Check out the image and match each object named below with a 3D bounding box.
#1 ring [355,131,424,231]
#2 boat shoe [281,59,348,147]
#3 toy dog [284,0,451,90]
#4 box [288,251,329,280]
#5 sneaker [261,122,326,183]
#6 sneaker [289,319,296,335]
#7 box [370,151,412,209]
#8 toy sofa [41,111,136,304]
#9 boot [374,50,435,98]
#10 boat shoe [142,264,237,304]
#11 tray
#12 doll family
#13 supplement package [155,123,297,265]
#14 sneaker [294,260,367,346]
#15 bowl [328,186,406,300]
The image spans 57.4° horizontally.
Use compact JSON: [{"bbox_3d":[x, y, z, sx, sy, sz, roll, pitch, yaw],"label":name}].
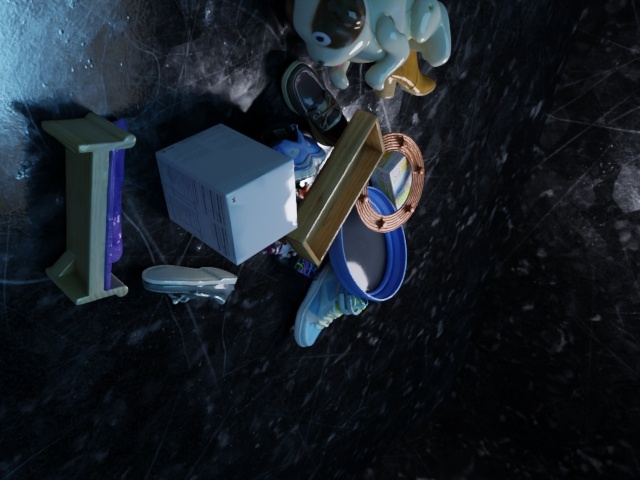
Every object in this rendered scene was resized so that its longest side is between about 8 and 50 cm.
[{"bbox_3d":[0.240,-0.190,1.947,0.336,0.032,0.337,-15,114,-37],"label":"ring"},{"bbox_3d":[0.010,-0.362,1.623,0.123,0.123,0.342,-53,147,-11],"label":"boat shoe"},{"bbox_3d":[0.115,-0.570,1.470,0.407,0.284,0.396,-28,135,-37],"label":"toy dog"},{"bbox_3d":[-0.031,0.064,1.981,0.116,0.029,0.162,-59,148,-2],"label":"box"},{"bbox_3d":[-0.070,-0.245,1.518,0.129,0.330,0.147,-22,106,9],"label":"sneaker"},{"bbox_3d":[-0.080,0.307,2.100,0.083,0.031,0.035,-59,148,-2],"label":"sneaker"},{"bbox_3d":[0.252,-0.225,2.071,0.114,0.103,0.203,-47,145,-20],"label":"box"},{"bbox_3d":[-0.453,-0.066,1.205,0.177,0.150,0.363,-16,127,-45],"label":"toy sofa"},{"bbox_3d":[0.285,-0.572,1.852,0.295,0.104,0.211,-21,131,-39],"label":"boot"},{"bbox_3d":[-0.343,0.128,1.536,0.319,0.116,0.099,6,106,-60],"label":"boat shoe"},{"bbox_3d":[0.046,-0.145,1.654,0.411,0.076,0.203,-60,160,-12],"label":"tray"},{"bbox_3d":[-0.053,-0.043,1.787,0.163,0.118,0.263,0,115,-53],"label":"doll family"},{"bbox_3d":[-0.217,-0.116,1.378,0.199,0.262,0.198,-33,138,-34],"label":"supplement package"},{"bbox_3d":[0.045,0.248,2.036,0.127,0.208,0.319,22,89,-59],"label":"sneaker"},{"bbox_3d":[0.160,0.013,1.992,0.391,0.077,0.392,16,68,-48],"label":"bowl"}]
